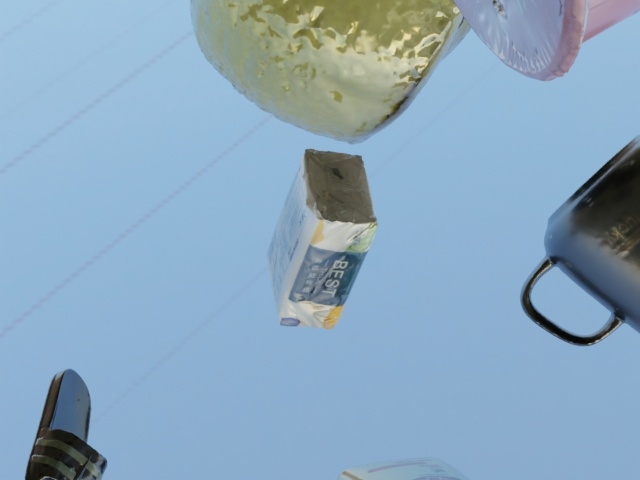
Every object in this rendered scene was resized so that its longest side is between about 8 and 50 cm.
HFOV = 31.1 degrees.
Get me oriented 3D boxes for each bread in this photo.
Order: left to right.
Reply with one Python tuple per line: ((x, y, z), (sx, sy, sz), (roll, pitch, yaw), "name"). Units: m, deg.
((0.030, -0.248, 1.102), (0.237, 0.320, 0.320), (42, -122, -4), "bread")

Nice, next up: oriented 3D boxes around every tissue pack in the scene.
((0.000, 0.000, 0.629), (0.042, 0.083, 0.062), (8, -140, -16), "tissue pack")

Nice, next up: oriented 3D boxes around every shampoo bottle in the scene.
((0.133, 0.325, 1.358), (0.153, 0.071, 0.284), (-2, -175, -16), "shampoo bottle")

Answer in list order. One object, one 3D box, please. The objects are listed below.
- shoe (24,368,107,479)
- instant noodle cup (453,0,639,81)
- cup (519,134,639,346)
((-0.222, 0.188, 1.042), (0.049, 0.071, 0.179), (-18, -138, 16), "shoe")
((0.153, -0.227, 0.512), (0.231, 0.243, 0.243), (-25, -127, -2), "instant noodle cup")
((0.304, 0.019, 1.113), (0.176, 0.169, 0.223), (46, -79, 6), "cup")
